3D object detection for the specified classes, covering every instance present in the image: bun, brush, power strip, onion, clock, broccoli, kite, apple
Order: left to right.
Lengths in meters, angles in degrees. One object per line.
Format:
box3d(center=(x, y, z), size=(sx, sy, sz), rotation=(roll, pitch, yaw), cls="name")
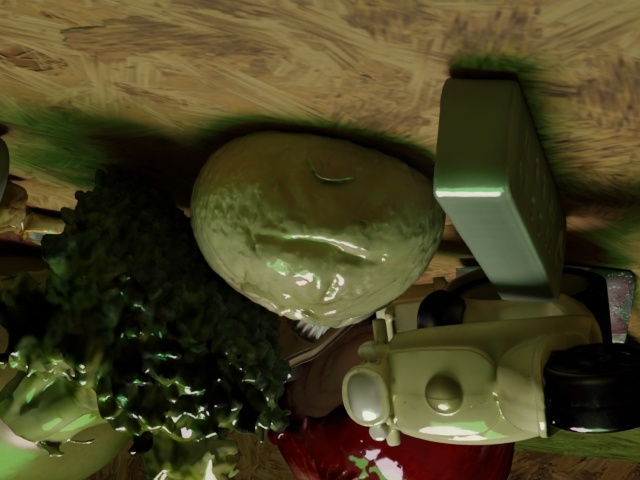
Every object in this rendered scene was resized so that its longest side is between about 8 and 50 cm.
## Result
box3d(center=(-0.416, 0.190, 1.888), size=(0.357, 0.357, 0.357), rotation=(10, 167, 2), cls="apple")
box3d(center=(-0.209, 0.090, 1.305), size=(0.293, 0.281, 0.348), rotation=(30, -161, -45), cls="broccoli")
box3d(center=(-0.039, 0.110, 1.472), size=(0.070, 0.327, 0.065), rotation=(39, 141, 14), cls="brush")
box3d(center=(0.000, 0.000, 1.193), size=(0.244, 0.153, 0.244), rotation=(5, 168, 1), cls="bun")
box3d(center=(0.107, 0.236, 1.759), size=(0.341, 0.341, 0.341), rotation=(10, 167, 2), cls="onion")
box3d(center=(0.164, 0.108, 1.268), size=(0.276, 0.120, 0.379), rotation=(-7, -171, 6), cls="clock")
box3d(center=(0.157, -0.025, 1.088), size=(0.062, 0.091, 0.385), rotation=(3, 166, 17), cls="power strip")
box3d(center=(0.295, 0.111, 1.561), size=(0.204, 0.022, 0.360), rotation=(1, 152, 27), cls="kite")

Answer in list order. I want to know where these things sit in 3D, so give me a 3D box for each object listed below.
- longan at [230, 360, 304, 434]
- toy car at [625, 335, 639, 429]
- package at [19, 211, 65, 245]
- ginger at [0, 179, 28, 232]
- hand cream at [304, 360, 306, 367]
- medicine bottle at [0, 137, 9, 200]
box3d(center=(-0.153, 0.121, 1.601), size=(0.300, 0.243, 0.300), rotation=(-9, -160, 3), cls="longan")
box3d(center=(0.380, 0.185, 1.769), size=(0.089, 0.108, 0.210), rotation=(2, 164, 30), cls="toy car")
box3d(center=(-0.314, -0.010, 1.639), size=(0.121, 0.031, 0.108), rotation=(6, 168, -6), cls="package")
box3d(center=(-0.432, -0.048, 1.459), size=(0.205, 0.081, 0.115), rotation=(24, 131, -19), cls="ginger")
box3d(center=(-0.034, 0.112, 1.760), size=(0.062, 0.163, 0.039), rotation=(8, 125, -5), cls="hand cream")
box3d(center=(-0.390, -0.075, 1.259), size=(0.168, 0.105, 0.105), rotation=(18, 165, -35), cls="medicine bottle")
